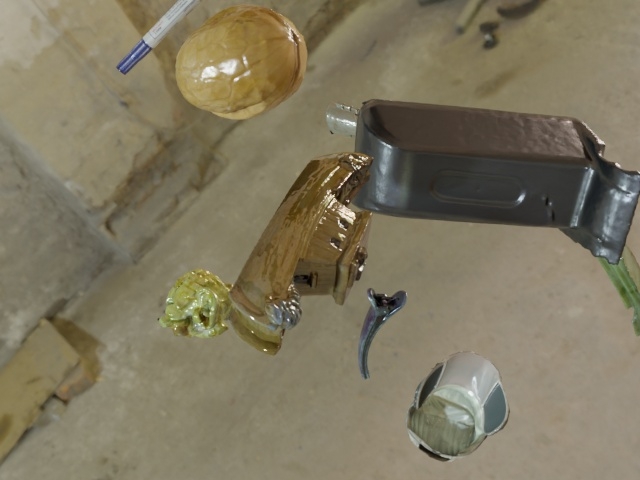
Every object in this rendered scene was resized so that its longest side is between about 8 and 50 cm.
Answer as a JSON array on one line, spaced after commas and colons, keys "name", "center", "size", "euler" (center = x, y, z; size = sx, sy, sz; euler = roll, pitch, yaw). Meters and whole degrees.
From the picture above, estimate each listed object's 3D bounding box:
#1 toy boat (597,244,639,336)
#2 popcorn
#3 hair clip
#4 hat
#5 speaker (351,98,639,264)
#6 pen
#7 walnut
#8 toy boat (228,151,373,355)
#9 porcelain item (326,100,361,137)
[{"name": "toy boat", "center": [0.631, 0.083, 1.573], "size": [0.055, 0.293, 0.093], "euler": [-15, 36, 38]}, {"name": "popcorn", "center": [-0.241, 0.127, 1.524], "size": [0.162, 0.141, 0.136], "euler": [-36, 56, 42]}, {"name": "hair clip", "center": [0.107, 0.201, 1.602], "size": [0.083, 0.275, 0.048], "euler": [2, 44, -13]}, {"name": "hat", "center": [0.326, 0.402, 1.869], "size": [0.161, 0.232, 0.275], "euler": [-96, 26, -78]}, {"name": "speaker", "center": [0.240, -0.087, 1.118], "size": [0.388, 0.180, 0.184], "euler": [5, 28, 3]}, {"name": "pen", "center": [-0.226, -0.320, 1.122], "size": [0.204, 0.025, 0.025], "euler": [-41, 40, 13]}, {"name": "walnut", "center": [-0.118, -0.257, 1.104], "size": [0.206, 0.159, 0.159], "euler": [-9, 47, 35]}, {"name": "toy boat", "center": [0.000, 0.000, 0.892], "size": [0.121, 0.089, 0.321], "euler": [17, 45, 13]}, {"name": "porcelain item", "center": [0.108, -0.232, 1.558], "size": [0.213, 0.084, 0.054], "euler": [20, 60, 38]}]
